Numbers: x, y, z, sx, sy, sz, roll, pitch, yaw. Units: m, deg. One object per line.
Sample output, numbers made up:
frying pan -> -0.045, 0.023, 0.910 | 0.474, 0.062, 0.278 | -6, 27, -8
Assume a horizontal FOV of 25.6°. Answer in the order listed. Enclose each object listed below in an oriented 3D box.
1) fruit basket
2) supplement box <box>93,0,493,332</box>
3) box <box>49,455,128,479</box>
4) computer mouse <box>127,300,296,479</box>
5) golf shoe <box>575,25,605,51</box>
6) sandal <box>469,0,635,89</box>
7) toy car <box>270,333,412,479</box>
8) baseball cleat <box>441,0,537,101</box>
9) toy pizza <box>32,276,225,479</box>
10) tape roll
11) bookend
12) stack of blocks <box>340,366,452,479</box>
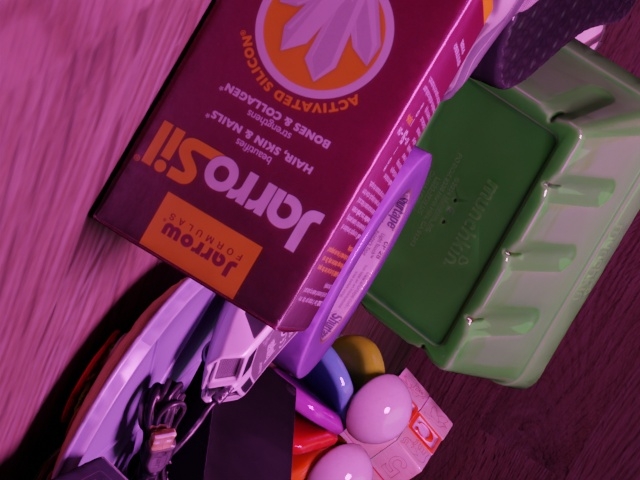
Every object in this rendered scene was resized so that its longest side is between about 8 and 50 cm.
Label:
fruit basket -> 0.211, -0.055, 1.545 | 0.392, 0.283, 0.392 | -40, 152, -26
supplement box -> -0.009, -0.062, 0.661 | 0.188, 0.104, 0.081 | -60, 171, 1
box -> -0.154, 0.212, 0.685 | 0.158, 0.093, 0.156 | -21, 143, -52
computer mouse -> -0.053, 0.062, 0.843 | 0.193, 0.042, 0.106 | -50, 164, -30
golf shoe -> 0.277, -0.229, 1.787 | 0.120, 0.105, 0.273 | -33, 153, -56
sandal -> 0.245, -0.287, 1.413 | 0.446, 0.107, 0.167 | -34, 145, -49
toy car -> -0.011, 0.173, 1.424 | 0.136, 0.159, 0.182 | 23, 100, -45
baseball cleat -> 0.120, -0.164, 1.019 | 0.109, 0.072, 0.206 | -29, 175, -21
toy pizza -> -0.118, 0.097, 0.820 | 0.201, 0.032, 0.201 | -59, 173, -12
tape roll -> 0.000, 0.000, 1.015 | 0.189, 0.080, 0.189 | -57, 170, -15
bookend -> -0.098, 0.170, 0.931 | 0.157, 0.072, 0.156 | -39, -155, 24
stack of blocks -> 0.006, 0.269, 1.602 | 0.297, 0.087, 0.171 | -40, -179, 26
